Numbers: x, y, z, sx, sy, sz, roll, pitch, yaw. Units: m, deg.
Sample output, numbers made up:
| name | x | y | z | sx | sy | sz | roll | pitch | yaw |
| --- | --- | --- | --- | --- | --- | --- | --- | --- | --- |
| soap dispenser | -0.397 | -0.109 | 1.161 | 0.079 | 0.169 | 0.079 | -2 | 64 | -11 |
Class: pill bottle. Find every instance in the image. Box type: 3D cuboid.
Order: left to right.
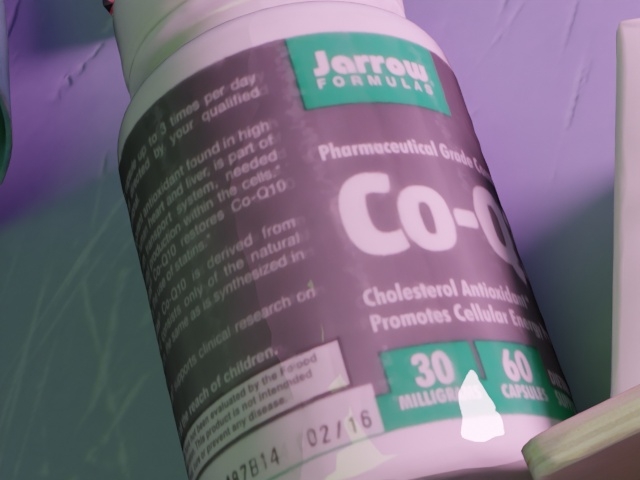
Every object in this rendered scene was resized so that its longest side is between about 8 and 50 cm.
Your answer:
| name | x | y | z | sx | sy | sz | roll | pitch | yaw |
| --- | --- | --- | --- | --- | --- | --- | --- | --- | --- |
| pill bottle | 0.000 | 0.000 | 0.854 | 0.204 | 0.204 | 0.361 | -25 | 61 | 15 |

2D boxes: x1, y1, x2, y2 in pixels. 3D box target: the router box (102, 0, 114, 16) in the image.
| name | x | y | z | sx | sy | sz | roll | pitch | yaw |
| --- | --- | --- | --- | --- | --- | --- | --- | --- | --- |
| router box | -0.111 | -0.221 | 1.099 | 0.092 | 0.038 | 0.122 | -17 | 63 | 18 |

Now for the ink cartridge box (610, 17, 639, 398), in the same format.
| name | x | y | z | sx | sy | sz | roll | pitch | yaw |
| --- | --- | --- | --- | --- | --- | --- | --- | --- | --- |
| ink cartridge box | 0.334 | 0.030 | 0.706 | 0.385 | 0.160 | 0.279 | -4 | 69 | 24 |

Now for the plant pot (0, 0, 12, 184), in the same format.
| name | x | y | z | sx | sy | sz | roll | pitch | yaw |
| --- | --- | --- | --- | --- | --- | --- | --- | --- | --- |
| plant pot | -0.353 | -0.163 | 1.058 | 0.293 | 0.293 | 0.235 | -19 | 49 | 18 |

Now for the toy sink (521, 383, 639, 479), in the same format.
| name | x | y | z | sx | sy | sz | roll | pitch | yaw |
| --- | --- | --- | --- | --- | --- | --- | --- | --- | --- |
| toy sink | 0.216 | 0.095 | 0.556 | 0.234 | 0.153 | 0.131 | -27 | 64 | 14 |
